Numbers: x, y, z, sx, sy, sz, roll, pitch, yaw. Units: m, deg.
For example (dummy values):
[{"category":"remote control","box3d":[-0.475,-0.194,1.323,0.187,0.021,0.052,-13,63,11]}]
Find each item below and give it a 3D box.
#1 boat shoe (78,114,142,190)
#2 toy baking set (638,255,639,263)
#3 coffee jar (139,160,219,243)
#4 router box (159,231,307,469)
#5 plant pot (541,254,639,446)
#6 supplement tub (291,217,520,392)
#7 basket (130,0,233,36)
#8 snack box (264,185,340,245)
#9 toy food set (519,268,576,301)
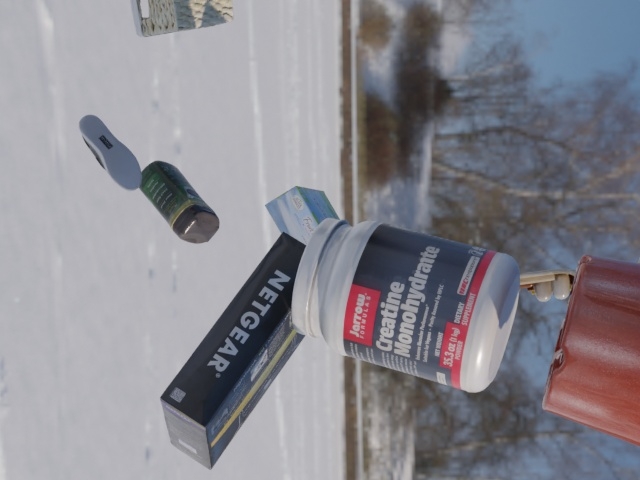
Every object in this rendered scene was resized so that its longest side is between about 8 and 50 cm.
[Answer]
[{"category":"boat shoe","box3d":[-0.320,-0.131,1.670,0.142,0.049,0.040,53,-18,10]},{"category":"toy baking set","box3d":[0.659,0.059,1.975,0.030,0.197,0.256,-116,-148,-62]},{"category":"coffee jar","box3d":[-0.281,-0.074,2.165,0.184,0.079,0.096,48,15,32]},{"category":"router box","box3d":[-0.111,0.169,1.623,0.308,0.081,0.243,-54,168,-23]},{"category":"plant pot","box3d":[0.421,0.144,1.323,0.272,0.265,0.272,15,90,-78]},{"category":"supplement tub","box3d":[0.117,0.082,1.473,0.191,0.272,0.191,14,90,-73]},{"category":"basket","box3d":[-0.244,-0.429,1.943,0.167,0.103,0.113,-25,112,-50]},{"category":"snack box","box3d":[0.000,0.000,1.855,0.174,0.070,0.207,60,12,6]},{"category":"toy food set","box3d":[0.398,0.116,2.167,0.220,0.306,0.092,6,77,-67]}]
